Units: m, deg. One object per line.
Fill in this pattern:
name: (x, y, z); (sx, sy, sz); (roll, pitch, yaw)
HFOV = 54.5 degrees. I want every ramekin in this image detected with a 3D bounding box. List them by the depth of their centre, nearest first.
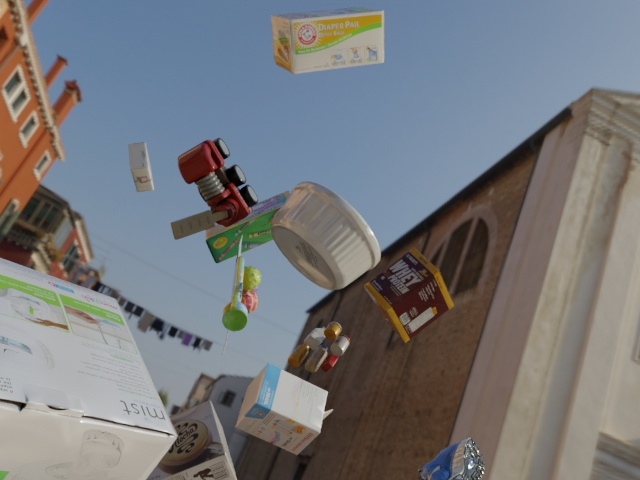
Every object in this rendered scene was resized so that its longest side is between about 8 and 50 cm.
ramekin: (0.000, 0.000, 1.481); (0.273, 0.127, 0.272); (39, -21, 18)

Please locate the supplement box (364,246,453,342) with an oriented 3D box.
supplement box: (0.270, 0.166, 1.879); (0.129, 0.194, 0.191); (48, -7, 46)

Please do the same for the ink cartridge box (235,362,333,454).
ink cartridge box: (-0.059, 0.301, 1.095); (0.143, 0.089, 0.092); (28, -51, -11)

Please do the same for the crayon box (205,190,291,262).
crayon box: (-0.193, -0.044, 1.804); (0.165, 0.279, 0.081); (-123, -169, -71)

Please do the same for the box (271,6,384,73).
box: (0.015, -0.408, 1.258); (0.114, 0.203, 0.103); (-133, -145, -57)

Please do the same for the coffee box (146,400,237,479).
coffee box: (-0.357, 0.507, 1.396); (0.168, 0.297, 0.118); (-123, -163, -53)

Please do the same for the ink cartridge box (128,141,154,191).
ink cartridge box: (-0.510, -0.208, 1.766); (0.052, 0.088, 0.122); (-8, -26, -13)

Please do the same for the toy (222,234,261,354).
toy: (-0.140, 0.096, 1.144); (0.056, 0.136, 0.237); (10, 20, -4)

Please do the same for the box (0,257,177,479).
box: (-0.299, 0.123, 0.577); (0.262, 0.126, 0.231); (31, 12, -45)

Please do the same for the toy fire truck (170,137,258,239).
toy fire truck: (-0.285, -0.116, 1.526); (0.159, 0.246, 0.217); (-27, -77, 12)

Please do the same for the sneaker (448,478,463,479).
sneaker: (0.252, 0.578, 1.195); (0.105, 0.146, 0.295); (18, 20, 7)

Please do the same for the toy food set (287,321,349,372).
toy food set: (0.013, 0.302, 1.803); (0.111, 0.104, 0.232); (42, -51, 1)

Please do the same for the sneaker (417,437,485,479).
sneaker: (0.329, 0.664, 1.646); (0.147, 0.330, 0.129); (-29, -86, 33)
